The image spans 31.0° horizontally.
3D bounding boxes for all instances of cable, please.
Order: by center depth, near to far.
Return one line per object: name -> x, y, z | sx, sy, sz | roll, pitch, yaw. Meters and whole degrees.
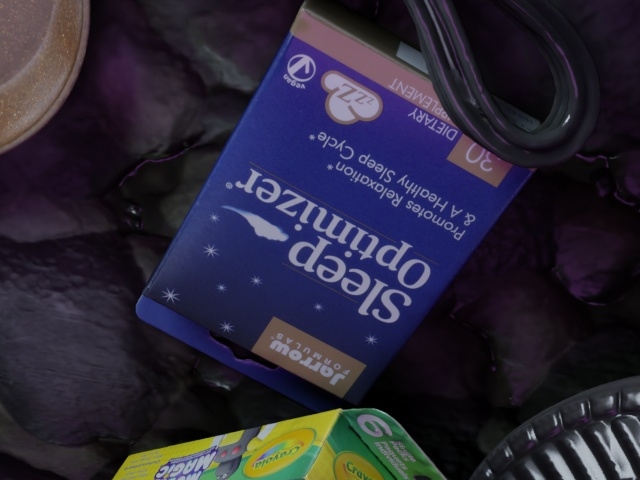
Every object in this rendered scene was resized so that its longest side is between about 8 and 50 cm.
cable -> 0.016, -0.150, 0.506 | 0.287, 0.072, 0.139 | 32, 89, -19

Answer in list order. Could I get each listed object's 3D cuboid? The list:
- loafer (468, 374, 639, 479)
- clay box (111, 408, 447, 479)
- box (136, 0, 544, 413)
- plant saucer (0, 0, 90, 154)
loafer -> 0.131, 0.214, 0.671 | 0.130, 0.133, 0.366 | 11, 128, -41
clay box -> -0.016, 0.166, 0.649 | 0.222, 0.053, 0.127 | -20, 117, 44
box -> 0.000, 0.000, 0.602 | 0.136, 0.036, 0.225 | 28, 121, -7
plant saucer -> -0.203, -0.131, 0.560 | 0.199, 0.036, 0.198 | 4, 120, 7
